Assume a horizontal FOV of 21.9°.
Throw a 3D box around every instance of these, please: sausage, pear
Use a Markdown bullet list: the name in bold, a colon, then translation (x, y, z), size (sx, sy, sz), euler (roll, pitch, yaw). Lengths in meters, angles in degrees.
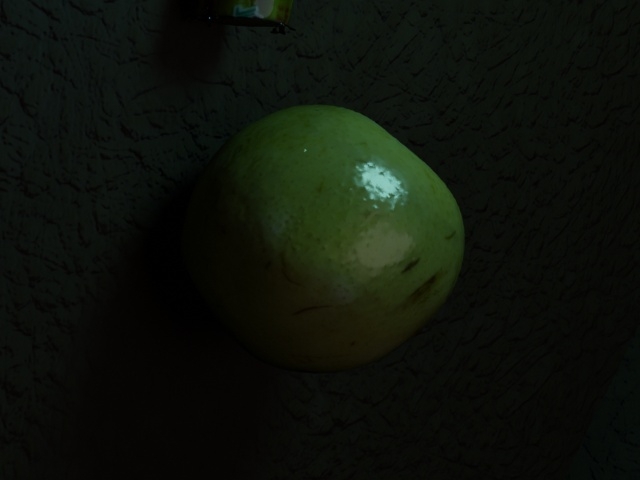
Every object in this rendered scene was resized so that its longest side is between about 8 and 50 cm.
- **sausage**: translation (-0.067, -0.407, 1.989), size (0.125, 0.117, 0.317), euler (10, 95, -17)
- **pear**: translation (0.000, 0.000, 2.041), size (0.348, 0.348, 0.348), euler (-20, 116, -47)
